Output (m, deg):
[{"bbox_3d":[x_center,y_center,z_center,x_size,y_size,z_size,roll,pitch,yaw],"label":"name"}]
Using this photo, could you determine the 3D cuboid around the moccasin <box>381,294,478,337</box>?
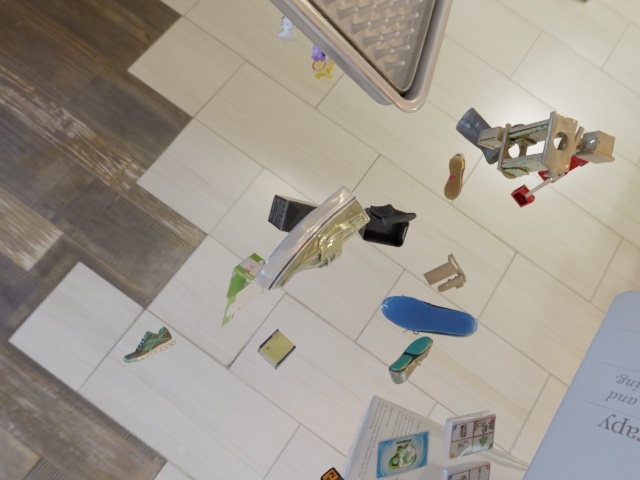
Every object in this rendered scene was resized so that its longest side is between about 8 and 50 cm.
[{"bbox_3d":[0.388,0.295,1.629,0.342,0.117,0.137,15,75,27],"label":"moccasin"}]

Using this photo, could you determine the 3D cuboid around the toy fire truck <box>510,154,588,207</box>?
[{"bbox_3d":[0.590,-0.168,1.137,0.047,0.192,0.135,52,48,1],"label":"toy fire truck"}]

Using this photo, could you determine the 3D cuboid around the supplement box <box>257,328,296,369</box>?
[{"bbox_3d":[-0.136,0.336,1.392,0.083,0.056,0.083,42,58,10],"label":"supplement box"}]

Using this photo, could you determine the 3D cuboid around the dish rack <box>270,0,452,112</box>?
[{"bbox_3d":[0.036,-0.333,0.517,0.333,0.072,0.285,27,73,-41],"label":"dish rack"}]

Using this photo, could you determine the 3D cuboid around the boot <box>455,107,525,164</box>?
[{"bbox_3d":[0.598,-0.398,1.596,0.076,0.189,0.208,6,50,-38],"label":"boot"}]

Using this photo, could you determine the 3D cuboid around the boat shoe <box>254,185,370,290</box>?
[{"bbox_3d":[0.000,0.000,0.834,0.094,0.109,0.302,43,51,2],"label":"boat shoe"}]

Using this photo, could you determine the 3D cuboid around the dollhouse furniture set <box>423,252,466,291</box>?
[{"bbox_3d":[0.516,0.141,1.860,0.123,0.151,0.144,-30,101,22],"label":"dollhouse furniture set"}]

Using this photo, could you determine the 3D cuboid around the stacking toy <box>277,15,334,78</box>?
[{"bbox_3d":[0.043,-0.389,0.908,0.221,0.167,0.052,12,85,30],"label":"stacking toy"}]

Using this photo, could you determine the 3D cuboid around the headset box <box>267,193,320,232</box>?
[{"bbox_3d":[-0.066,-0.093,1.882,0.247,0.283,0.131,13,97,-18],"label":"headset box"}]

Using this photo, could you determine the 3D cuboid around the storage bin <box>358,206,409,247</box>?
[{"bbox_3d":[0.254,-0.054,1.827,0.180,0.084,0.122,11,108,-11],"label":"storage bin"}]

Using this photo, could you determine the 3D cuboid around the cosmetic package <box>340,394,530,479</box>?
[{"bbox_3d":[0.226,0.469,0.836,0.366,0.155,0.197,23,52,10],"label":"cosmetic package"}]

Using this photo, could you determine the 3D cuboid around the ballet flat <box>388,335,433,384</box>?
[{"bbox_3d":[0.294,0.388,1.451,0.213,0.072,0.068,-28,113,-38],"label":"ballet flat"}]

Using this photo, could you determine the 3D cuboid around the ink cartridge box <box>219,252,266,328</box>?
[{"bbox_3d":[-0.317,0.191,1.731,0.097,0.188,0.255,37,44,14],"label":"ink cartridge box"}]

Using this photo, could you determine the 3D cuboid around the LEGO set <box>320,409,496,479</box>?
[{"bbox_3d":[0.107,0.312,0.563,0.245,0.060,0.182,0,96,-26],"label":"LEGO set"}]

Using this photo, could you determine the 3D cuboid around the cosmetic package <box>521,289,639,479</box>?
[{"bbox_3d":[0.427,0.306,0.400,0.327,0.329,0.393,43,73,-18],"label":"cosmetic package"}]

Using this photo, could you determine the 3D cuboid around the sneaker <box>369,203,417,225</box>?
[{"bbox_3d":[0.281,-0.109,1.743,0.170,0.051,0.089,-13,68,-6],"label":"sneaker"}]

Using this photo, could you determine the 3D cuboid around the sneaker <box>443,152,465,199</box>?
[{"bbox_3d":[0.534,-0.249,1.760,0.070,0.185,0.084,20,35,26],"label":"sneaker"}]

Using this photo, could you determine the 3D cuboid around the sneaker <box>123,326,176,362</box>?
[{"bbox_3d":[-0.529,0.317,1.374,0.167,0.065,0.076,-21,86,-50],"label":"sneaker"}]

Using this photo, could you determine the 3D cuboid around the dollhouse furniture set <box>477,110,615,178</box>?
[{"bbox_3d":[0.419,-0.155,0.859,0.161,0.182,0.101,13,88,-20],"label":"dollhouse furniture set"}]
